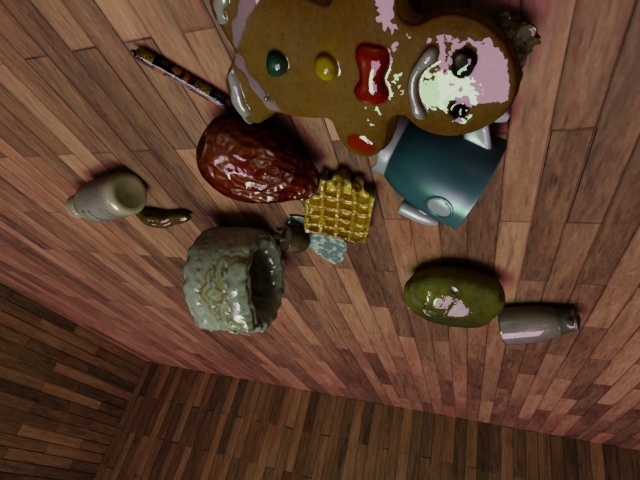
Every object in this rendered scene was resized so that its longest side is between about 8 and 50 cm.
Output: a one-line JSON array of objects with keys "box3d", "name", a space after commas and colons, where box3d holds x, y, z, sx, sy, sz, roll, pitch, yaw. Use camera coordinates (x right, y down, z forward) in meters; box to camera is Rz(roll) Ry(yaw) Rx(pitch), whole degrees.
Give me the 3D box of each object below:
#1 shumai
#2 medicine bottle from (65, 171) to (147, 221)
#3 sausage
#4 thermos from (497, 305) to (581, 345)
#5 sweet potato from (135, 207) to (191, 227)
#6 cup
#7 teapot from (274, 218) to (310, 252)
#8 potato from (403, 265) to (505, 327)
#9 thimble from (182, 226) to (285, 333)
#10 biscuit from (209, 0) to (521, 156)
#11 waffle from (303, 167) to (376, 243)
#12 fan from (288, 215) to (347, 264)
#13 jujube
[{"box3d": [0.232, -0.247, 0.546, 0.099, 0.124, 0.087, 30, 104, -25], "name": "shumai"}, {"box3d": [-0.578, -0.107, 1.094, 0.252, 0.114, 0.114, -6, 143, 32], "name": "medicine bottle"}, {"box3d": [-0.239, -0.283, 0.736, 0.198, 0.028, 0.025, 27, 120, -18], "name": "sausage"}, {"box3d": [0.604, 0.226, 1.141, 0.193, 0.105, 0.137, -15, 164, 31], "name": "thermos"}, {"box3d": [-0.441, -0.061, 1.169, 0.182, 0.054, 0.053, 4, 157, 15], "name": "sweet potato"}, {"box3d": [0.183, -0.127, 0.681, 0.173, 0.167, 0.299, 28, 150, 8], "name": "cup"}, {"box3d": [-0.078, -0.014, 1.075, 0.080, 0.085, 0.110, 8, -175, -32], "name": "teapot"}, {"box3d": [0.341, 0.147, 1.071, 0.228, 0.148, 0.197, 18, 164, -10], "name": "potato"}, {"box3d": [-0.229, 0.110, 1.122, 0.195, 0.291, 0.291, 2, 147, 19], "name": "thimble"}, {"box3d": [0.032, -0.233, 0.547, 0.432, 0.064, 0.283, 21, 142, 20], "name": "biscuit"}, {"box3d": [0.038, -0.080, 0.918, 0.160, 0.055, 0.211, 11, 149, 8], "name": "waffle"}, {"box3d": [0.000, 0.000, 1.111, 0.131, 0.009, 0.240, -7, 142, 32], "name": "fan"}, {"box3d": [-0.116, -0.146, 0.797, 0.236, 0.168, 0.168, 18, 151, -25], "name": "jujube"}]
